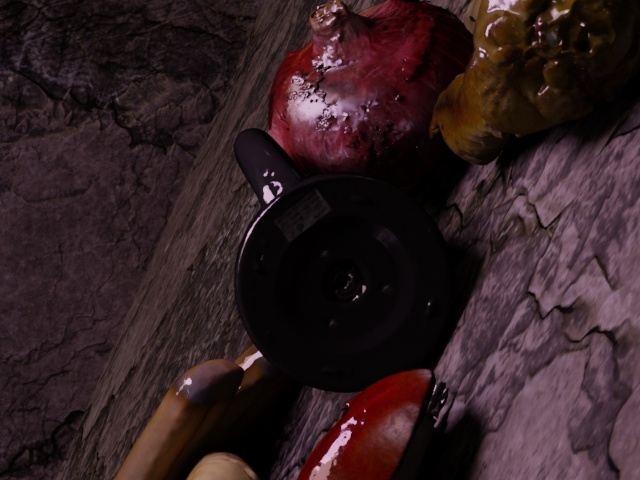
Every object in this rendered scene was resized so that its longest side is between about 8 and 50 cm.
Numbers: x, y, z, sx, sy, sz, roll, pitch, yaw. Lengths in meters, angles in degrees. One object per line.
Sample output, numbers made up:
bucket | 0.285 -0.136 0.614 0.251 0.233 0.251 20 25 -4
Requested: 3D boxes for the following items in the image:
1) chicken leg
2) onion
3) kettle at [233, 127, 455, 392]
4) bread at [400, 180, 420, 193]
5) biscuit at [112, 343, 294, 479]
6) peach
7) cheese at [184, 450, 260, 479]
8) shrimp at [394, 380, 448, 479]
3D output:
chicken leg | 0.190 -0.162 1.671 0.201 0.153 0.429 -55 1 -18
onion | 0.054 -0.171 1.979 0.252 0.219 0.252 -20 32 13
kettle | 0.000 0.000 1.842 0.207 0.268 0.290 -33 8 2
bread | 0.077 -0.096 2.144 0.189 0.077 0.114 179 112 -74
biscuit | -0.144 0.234 2.191 0.237 0.062 0.290 -19 -34 -51
peach | 0.007 0.221 1.560 0.279 0.068 0.189 -59 -1 -5
cheese | -0.142 0.348 2.098 0.226 0.117 0.214 -58 8 7
shrimp | 0.068 0.248 1.525 0.185 0.068 0.287 -57 3 17
